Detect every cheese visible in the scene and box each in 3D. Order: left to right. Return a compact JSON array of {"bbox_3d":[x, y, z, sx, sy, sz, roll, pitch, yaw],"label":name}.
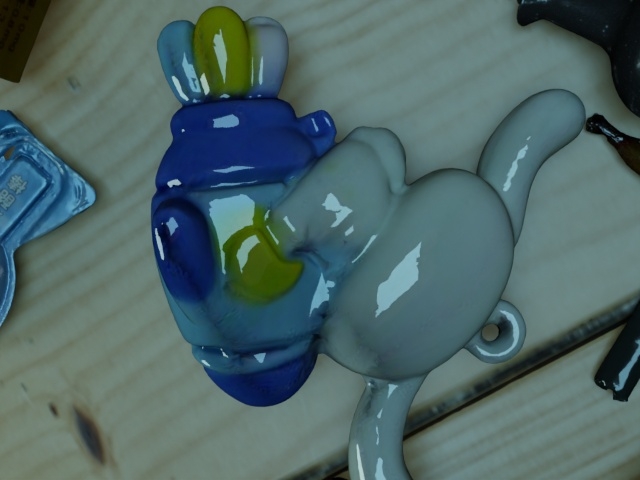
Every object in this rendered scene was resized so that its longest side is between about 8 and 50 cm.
[{"bbox_3d":[-0.311,0.012,1.033,0.135,0.052,0.245,42,95,2],"label":"cheese"}]

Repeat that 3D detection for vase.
[{"bbox_3d":[0.245,-0.170,0.953,0.183,0.120,0.120,28,95,18],"label":"vase"}]

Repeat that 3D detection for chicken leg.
[{"bbox_3d":[0.291,-0.072,0.985,0.145,0.037,0.062,6,71,4],"label":"chicken leg"}]

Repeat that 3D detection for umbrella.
[{"bbox_3d":[0.272,0.072,0.994,0.036,0.031,0.133,30,94,2],"label":"umbrella"}]

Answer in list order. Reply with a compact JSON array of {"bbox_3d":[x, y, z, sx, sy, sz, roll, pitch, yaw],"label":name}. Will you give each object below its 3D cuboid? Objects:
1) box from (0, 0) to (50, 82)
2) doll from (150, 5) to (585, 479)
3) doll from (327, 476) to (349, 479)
[{"bbox_3d":[-0.298,-0.367,0.960,0.264,0.116,0.415,20,89,13],"label":"box"},{"bbox_3d":[-0.002,0.003,0.956,0.365,0.187,0.376,24,67,-4],"label":"doll"},{"bbox_3d":[0.010,0.313,1.008,0.091,0.067,0.219,11,95,32],"label":"doll"}]
